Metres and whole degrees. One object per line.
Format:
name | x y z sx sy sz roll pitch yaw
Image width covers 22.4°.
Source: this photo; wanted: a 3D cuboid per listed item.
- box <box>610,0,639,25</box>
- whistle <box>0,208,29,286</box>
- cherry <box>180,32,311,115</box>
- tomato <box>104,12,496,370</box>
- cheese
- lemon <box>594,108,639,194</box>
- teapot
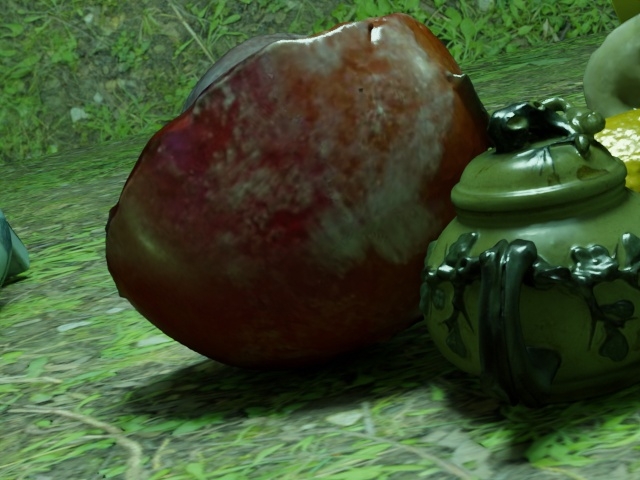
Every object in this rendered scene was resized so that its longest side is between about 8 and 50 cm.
box | 0.413 -0.201 1.697 0.153 0.279 0.041 -5 54 28
whistle | -0.379 0.021 1.651 0.163 0.163 0.290 -10 -27 7
cherry | -0.044 -0.123 1.815 0.236 0.213 0.285 7 -22 -35
tomato | 0.005 0.002 1.148 0.309 0.309 0.170 -15 49 -23
cheese | 0.377 -0.158 1.573 0.235 0.218 0.117 15 25 15
lemon | 0.231 -0.026 1.187 0.187 0.142 0.142 -13 11 -19
teapot | 0.140 0.003 1.014 0.173 0.183 0.269 -5 13 24
